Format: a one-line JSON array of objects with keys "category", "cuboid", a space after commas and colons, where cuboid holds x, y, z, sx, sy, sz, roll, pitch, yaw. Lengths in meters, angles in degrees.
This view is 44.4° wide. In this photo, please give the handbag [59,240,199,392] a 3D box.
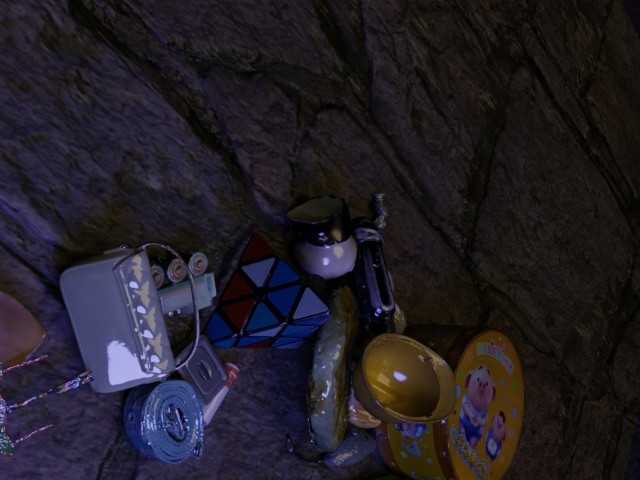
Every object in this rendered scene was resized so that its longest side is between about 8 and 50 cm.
[{"category": "handbag", "cuboid": [-0.321, 0.128, 1.367, 0.219, 0.079, 0.256, -14, 102, -10]}]

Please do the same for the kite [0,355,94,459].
[{"category": "kite", "cuboid": [-0.483, 0.266, 1.258, 0.244, 0.006, 0.198, -15, 117, -28]}]

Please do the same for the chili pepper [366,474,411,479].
[{"category": "chili pepper", "cuboid": [0.129, 0.672, 1.818, 0.384, 0.167, 0.213, -2, 88, -45]}]

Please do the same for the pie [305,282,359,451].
[{"category": "pie", "cuboid": [0.029, 0.271, 1.708, 0.296, 0.078, 0.372, 67, 30, -73]}]

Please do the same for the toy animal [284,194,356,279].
[{"category": "toy animal", "cuboid": [0.000, 0.000, 1.748, 0.165, 0.138, 0.179, -20, 112, -25]}]

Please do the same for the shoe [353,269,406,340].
[{"category": "shoe", "cuboid": [0.118, 0.158, 1.878, 0.125, 0.099, 0.228, -39, 114, -38]}]

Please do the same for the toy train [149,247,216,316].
[{"category": "toy train", "cuboid": [-0.284, 0.088, 1.476, 0.194, 0.080, 0.125, -20, 107, -46]}]

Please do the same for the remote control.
[{"category": "remote control", "cuboid": [0.121, 0.060, 1.793, 0.090, 0.066, 0.266, 12, 62, -39]}]

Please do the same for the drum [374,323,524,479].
[{"category": "drum", "cuboid": [0.336, 0.423, 1.998, 0.431, 0.214, 0.432, 0, 90, -51]}]

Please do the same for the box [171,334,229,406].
[{"category": "box", "cuboid": [-0.243, 0.251, 1.521, 0.089, 0.062, 0.122, -45, 119, -37]}]

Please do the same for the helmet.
[{"category": "helmet", "cuboid": [0.164, 0.330, 1.766, 0.256, 0.140, 0.205, 22, 52, -25]}]

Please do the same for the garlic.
[{"category": "garlic", "cuboid": [-0.544, 0.115, 1.177, 0.318, 0.112, 0.143, 33, 89, -48]}]

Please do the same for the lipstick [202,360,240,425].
[{"category": "lipstick", "cuboid": [-0.209, 0.306, 1.571, 0.038, 0.038, 0.131, 52, 54, -32]}]

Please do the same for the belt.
[{"category": "belt", "cuboid": [-0.291, 0.331, 1.452, 0.147, 0.082, 0.163, 2, 89, -47]}]

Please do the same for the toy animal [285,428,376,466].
[{"category": "toy animal", "cuboid": [0.023, 0.483, 1.800, 0.252, 0.070, 0.079, 4, 50, -35]}]

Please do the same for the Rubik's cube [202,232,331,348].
[{"category": "Rubik's cube", "cuboid": [-0.146, 0.099, 1.637, 0.249, 0.284, 0.234, -8, 72, -14]}]

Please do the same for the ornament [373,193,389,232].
[{"category": "ornament", "cuboid": [0.151, -0.072, 1.967, 0.068, 0.041, 0.092, 61, 33, -55]}]

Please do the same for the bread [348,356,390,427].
[{"category": "bread", "cuboid": [0.108, 0.354, 1.861, 0.119, 0.084, 0.177, 16, 76, -15]}]
